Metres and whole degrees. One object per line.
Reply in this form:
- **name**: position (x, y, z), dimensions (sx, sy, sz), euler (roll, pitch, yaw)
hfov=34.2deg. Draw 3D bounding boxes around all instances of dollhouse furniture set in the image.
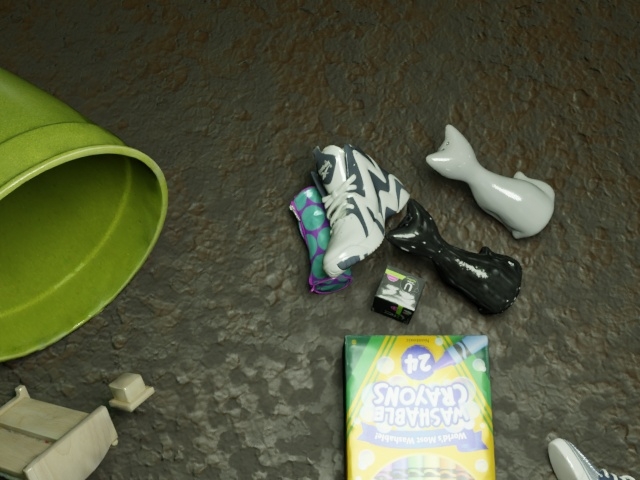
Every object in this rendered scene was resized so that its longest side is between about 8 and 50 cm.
- **dollhouse furniture set**: position (-0.428, 0.328, 1.417), dimensions (0.303, 0.174, 0.355), euler (5, 32, 41)

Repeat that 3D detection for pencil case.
- **pencil case**: position (0.000, 0.000, 1.543), dimensions (0.070, 0.064, 0.152), euler (-9, 72, -19)

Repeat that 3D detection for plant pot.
- **plant pot**: position (-0.463, -0.085, 1.434), dimensions (0.366, 0.366, 0.353), euler (-41, 66, -13)

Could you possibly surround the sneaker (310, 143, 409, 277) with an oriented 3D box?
- **sneaker**: position (0.027, -0.058, 1.486), dimensions (0.153, 0.094, 0.235), euler (47, 46, -8)

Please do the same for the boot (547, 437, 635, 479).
- **boot**: position (0.397, 0.345, 1.447), dimensions (0.086, 0.069, 0.190), euler (-28, 83, -17)

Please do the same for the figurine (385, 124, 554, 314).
- **figurine**: position (0.214, -0.035, 1.502), dimensions (0.209, 0.092, 0.215), euler (33, 72, -19)

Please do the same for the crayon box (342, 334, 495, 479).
- **crayon box**: position (0.135, 0.295, 1.442), dimensions (0.203, 0.083, 0.323), euler (0, 73, -1)

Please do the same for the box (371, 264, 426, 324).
- **box**: position (0.113, 0.080, 1.509), dimensions (0.062, 0.083, 0.052), euler (21, 73, 6)
